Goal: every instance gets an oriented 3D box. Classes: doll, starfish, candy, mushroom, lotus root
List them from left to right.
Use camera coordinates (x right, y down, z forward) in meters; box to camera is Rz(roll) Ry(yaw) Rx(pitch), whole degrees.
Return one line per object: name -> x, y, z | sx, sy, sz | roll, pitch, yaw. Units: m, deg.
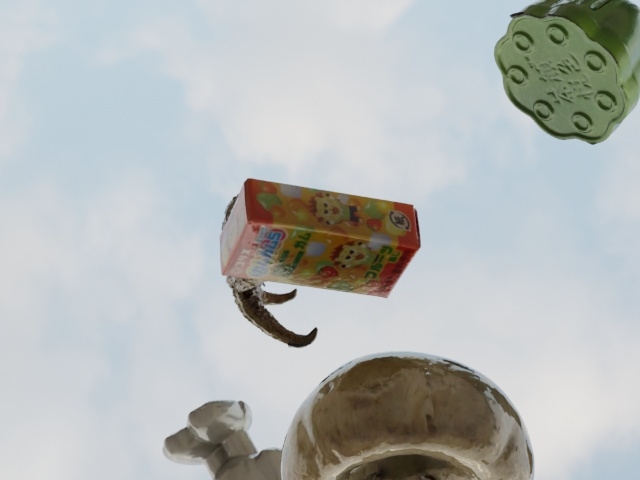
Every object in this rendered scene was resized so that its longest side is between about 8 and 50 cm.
starfish -> -0.051, 0.029, 1.178 | 0.074, 0.146, 0.190 | -9, -172, -8
doll -> -0.027, 0.256, 1.087 | 0.208, 0.144, 0.271 | -32, -112, 33
candy -> 0.000, 0.000, 0.814 | 0.122, 0.062, 0.038 | 9, -131, -19
mushroom -> 0.056, 0.149, 0.803 | 0.166, 0.166, 0.127 | -10, -153, 8
lotus root -> 0.323, -0.233, 1.454 | 0.186, 0.186, 0.186 | -9, -131, 10
